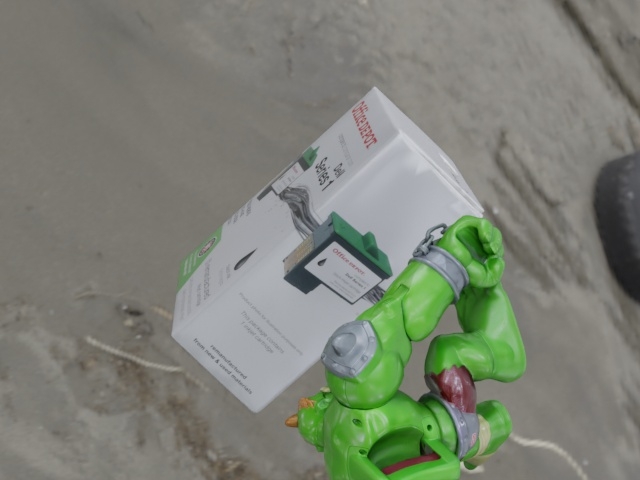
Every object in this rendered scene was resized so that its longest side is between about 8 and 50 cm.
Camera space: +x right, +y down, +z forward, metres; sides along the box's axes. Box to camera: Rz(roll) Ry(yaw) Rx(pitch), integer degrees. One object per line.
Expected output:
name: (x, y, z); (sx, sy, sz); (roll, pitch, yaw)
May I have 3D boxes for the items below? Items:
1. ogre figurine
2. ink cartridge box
ogre figurine: (0.051, 0.093, 0.613); (0.118, 0.197, 0.097); (-19, 47, -35)
ink cartridge box: (0.000, 0.000, 0.863); (0.092, 0.219, 0.160); (45, 10, -17)
